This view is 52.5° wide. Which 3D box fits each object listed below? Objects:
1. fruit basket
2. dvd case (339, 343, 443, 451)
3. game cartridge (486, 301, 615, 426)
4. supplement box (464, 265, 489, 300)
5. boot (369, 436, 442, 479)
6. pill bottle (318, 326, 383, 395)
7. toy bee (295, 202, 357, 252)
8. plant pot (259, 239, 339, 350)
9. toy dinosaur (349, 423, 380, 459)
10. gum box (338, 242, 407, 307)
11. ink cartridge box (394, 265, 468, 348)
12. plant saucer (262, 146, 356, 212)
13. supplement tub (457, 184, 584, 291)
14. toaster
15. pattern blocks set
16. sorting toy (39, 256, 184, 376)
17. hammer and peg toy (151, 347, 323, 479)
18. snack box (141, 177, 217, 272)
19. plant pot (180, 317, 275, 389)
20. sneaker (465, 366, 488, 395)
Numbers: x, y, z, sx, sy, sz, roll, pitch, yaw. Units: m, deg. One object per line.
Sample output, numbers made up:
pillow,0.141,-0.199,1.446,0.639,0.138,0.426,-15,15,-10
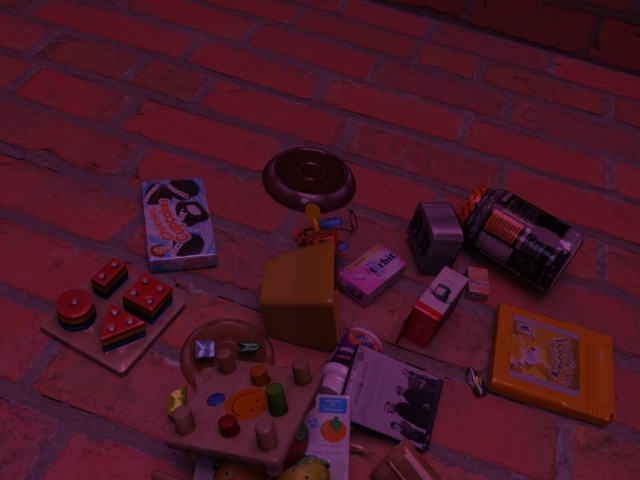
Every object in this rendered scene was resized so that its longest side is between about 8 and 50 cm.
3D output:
fruit basket,-0.102,0.466,1.349,0.327,0.165,0.353,2,51,4
dvd case,0.166,0.370,1.529,0.239,0.029,0.179,25,65,-12
game cartridge,0.617,0.322,1.728,0.324,0.052,0.285,16,46,6
supplement box,0.456,0.125,1.894,0.062,0.036,0.098,9,46,-1
boot,0.258,0.524,1.360,0.269,0.236,0.089,45,19,27
pill bottle,0.068,0.314,1.594,0.108,0.108,0.193,26,48,14
toy bee,0.000,0.000,1.869,0.162,0.298,0.195,-10,81,17
plant pot,-0.051,0.147,1.677,0.187,0.212,0.212,-3,46,4
toy dinosaur,0.051,0.462,1.503,0.183,0.053,0.092,7,61,6
gum box,0.143,0.099,1.842,0.107,0.062,0.188,37,51,23
ink cartridge box,0.297,0.191,1.735,0.078,0.134,0.231,31,50,18
plant saucer,-0.033,-0.212,2.116,0.311,0.050,0.310,6,45,-6
supplement tub,0.583,-0.015,1.933,0.338,0.207,0.207,35,51,21
toaster,0.341,-0.013,1.903,0.110,0.185,0.168,1,47,-16
pattern blocks set,-0.208,0.382,1.505,0.286,0.026,0.324,7,57,-4
sorting toy,-0.521,0.171,1.633,0.257,0.089,0.255,25,48,13
hammer and peg toy,-0.175,0.369,1.291,0.266,0.127,0.361,4,31,22
snack box,-0.414,-0.051,1.883,0.187,0.060,0.322,-6,49,-15
plant pot,-0.231,0.284,1.620,0.236,0.032,0.236,5,46,-5
sneaker,0.401,0.362,1.669,0.035,0.031,0.083,3,49,-27
